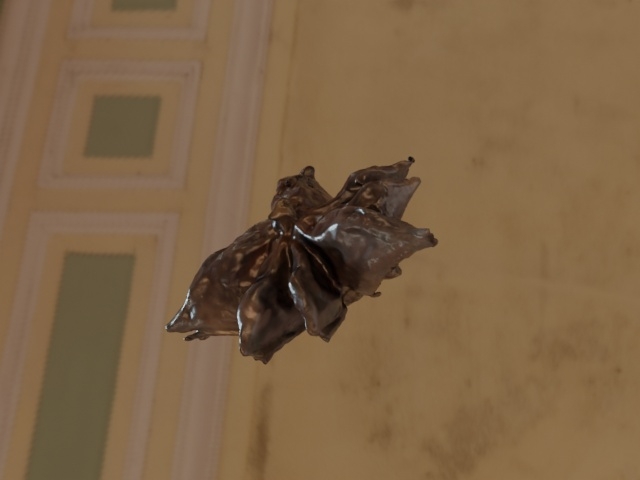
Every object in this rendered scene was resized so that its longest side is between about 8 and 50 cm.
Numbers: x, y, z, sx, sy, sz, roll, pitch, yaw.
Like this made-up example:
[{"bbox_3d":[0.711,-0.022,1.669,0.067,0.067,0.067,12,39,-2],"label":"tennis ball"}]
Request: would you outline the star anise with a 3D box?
[{"bbox_3d":[0.005,0.002,0.539,0.129,0.056,0.124,-1,-138,52],"label":"star anise"}]
